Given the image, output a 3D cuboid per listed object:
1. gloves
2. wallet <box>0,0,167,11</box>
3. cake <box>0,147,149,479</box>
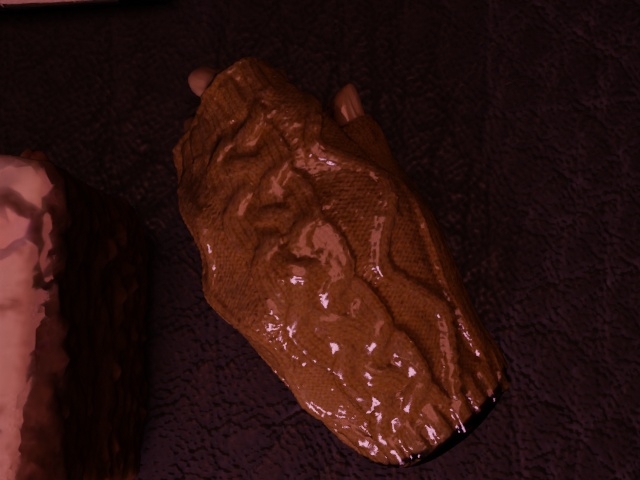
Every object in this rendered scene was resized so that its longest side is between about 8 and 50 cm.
[{"bbox_3d":[0.005,0.003,0.599,0.203,0.155,0.356,-36,80,-9],"label":"gloves"},{"bbox_3d":[-0.249,-0.337,0.694,0.220,0.071,0.262,-5,85,-6],"label":"wallet"},{"bbox_3d":[-0.286,0.083,0.535,0.290,0.256,0.282,1,83,4],"label":"cake"}]
